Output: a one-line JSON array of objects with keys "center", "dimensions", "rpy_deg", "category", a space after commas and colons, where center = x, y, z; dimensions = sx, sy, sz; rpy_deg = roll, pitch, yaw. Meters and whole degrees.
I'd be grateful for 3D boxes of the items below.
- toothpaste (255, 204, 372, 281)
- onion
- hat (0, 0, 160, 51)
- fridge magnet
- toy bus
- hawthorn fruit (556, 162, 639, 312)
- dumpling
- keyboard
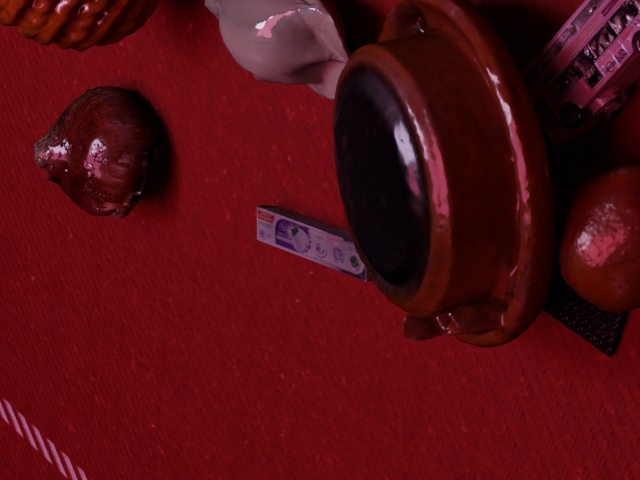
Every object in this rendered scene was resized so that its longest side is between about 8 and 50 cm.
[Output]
[{"center": [0.000, 0.000, 1.922], "dimensions": [0.196, 0.040, 0.047], "rpy_deg": [20, 116, 44], "category": "toothpaste"}, {"center": [-0.300, -0.113, 2.145], "dimensions": [0.184, 0.147, 0.184], "rpy_deg": [24, 118, 58], "category": "onion"}, {"center": [-0.246, -0.406, 1.850], "dimensions": [0.400, 0.285, 0.285], "rpy_deg": [-41, 74, 45], "category": "hat"}, {"center": [0.120, -0.068, 1.617], "dimensions": [0.363, 0.155, 0.363], "rpy_deg": [168, 90, -72], "category": "fridge magnet"}, {"center": [0.266, -0.176, 1.510], "dimensions": [0.090, 0.063, 0.203], "rpy_deg": [58, 138, 19], "category": "toy bus"}, {"center": [0.288, -0.005, 1.509], "dimensions": [0.133, 0.133, 0.138], "rpy_deg": [54, 136, 18], "category": "hawthorn fruit"}, {"center": [-0.035, -0.225, 1.818], "dimensions": [0.229, 0.124, 0.151], "rpy_deg": [28, 163, 46], "category": "dumpling"}, {"center": [0.231, 0.043, 1.686], "dimensions": [0.204, 0.013, 0.061], "rpy_deg": [37, 131, 34], "category": "keyboard"}]
